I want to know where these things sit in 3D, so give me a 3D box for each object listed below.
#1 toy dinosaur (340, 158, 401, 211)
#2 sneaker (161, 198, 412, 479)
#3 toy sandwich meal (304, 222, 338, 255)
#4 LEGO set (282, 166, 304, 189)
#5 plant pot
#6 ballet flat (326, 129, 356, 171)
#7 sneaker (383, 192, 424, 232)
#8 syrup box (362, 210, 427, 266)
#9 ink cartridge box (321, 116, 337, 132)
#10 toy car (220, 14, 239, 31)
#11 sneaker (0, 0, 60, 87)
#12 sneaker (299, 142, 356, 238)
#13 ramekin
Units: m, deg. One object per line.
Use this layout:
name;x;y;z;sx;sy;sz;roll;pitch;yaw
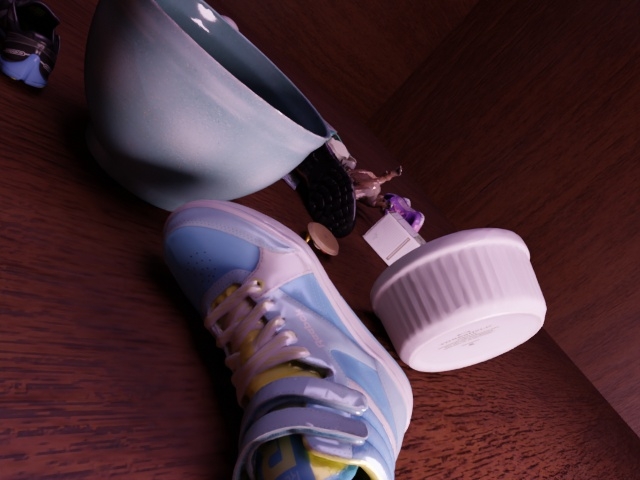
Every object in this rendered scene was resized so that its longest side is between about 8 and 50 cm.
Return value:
toy dinosaur;0.097;-0.154;1.208;0.200;0.127;0.296;6;8;-5
sneaker;-0.043;0.098;0.365;0.319;0.127;0.208;44;18;-1
toy sandwich meal;0.000;0.000;0.807;0.085;0.029;0.086;38;25;-21
LEGO set;-0.091;-0.227;1.045;0.182;0.060;0.244;46;18;-10
plant pot;-0.160;-0.159;0.540;0.293;0.196;0.293;40;20;-17
ballet flat;0.054;-0.237;1.265;0.087;0.083;0.247;31;-6;37
sneaker;0.263;-0.093;1.461;0.104;0.095;0.236;29;19;-23
syrup box;0.226;0.043;1.076;0.237;0.096;0.093;49;21;11
ink cartridge box;-0.057;-0.370;1.361;0.193;0.088;0.235;43;18;-3
toy car;-0.230;-0.374;0.938;0.159;0.136;0.182;91;-9;-74
sneaker;-0.351;-0.260;0.534;0.067;0.078;0.188;22;29;-49
sneaker;0.032;-0.120;0.977;0.124;0.107;0.283;35;32;-54
ramekin;0.225;0.111;0.702;0.272;0.273;0.127;26;39;-44
